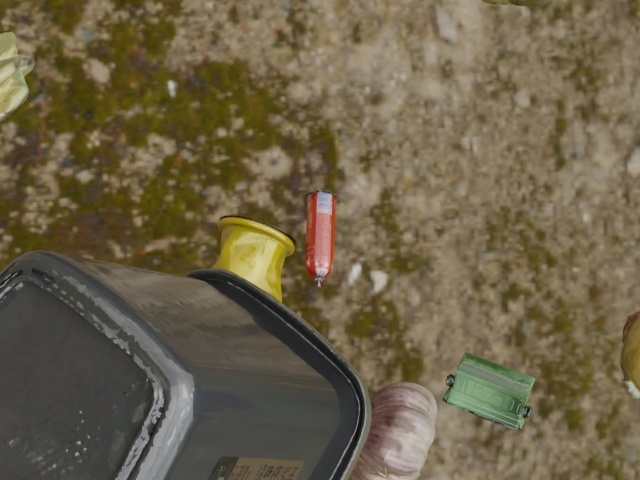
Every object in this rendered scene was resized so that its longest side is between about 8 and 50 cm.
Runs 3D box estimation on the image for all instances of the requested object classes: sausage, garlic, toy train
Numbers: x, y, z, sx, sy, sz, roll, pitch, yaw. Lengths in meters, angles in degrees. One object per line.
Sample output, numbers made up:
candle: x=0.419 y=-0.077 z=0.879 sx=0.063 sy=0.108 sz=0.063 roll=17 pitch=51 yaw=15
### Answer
sausage: x=0.000 y=0.000 z=1.727 sx=0.050 sy=0.048 sz=0.145 roll=84 pitch=7 yaw=-68
garlic: x=0.081 y=0.249 z=1.484 sx=0.102 sy=0.147 sz=0.159 roll=23 pitch=90 yaw=-6
toy train: x=0.173 y=0.153 z=1.218 sx=0.038 sy=0.093 sz=0.056 roll=-54 pitch=159 yaw=-47

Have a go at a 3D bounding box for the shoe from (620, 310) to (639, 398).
shoe: x=0.197 y=0.048 z=0.582 sx=0.069 sy=0.109 sz=0.072 roll=-68 pitch=149 yaw=-24

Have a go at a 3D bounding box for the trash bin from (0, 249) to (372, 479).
trash bin: x=-0.099 y=0.121 z=0.703 sx=0.209 sy=0.182 sz=0.290 roll=-53 pitch=157 yaw=4

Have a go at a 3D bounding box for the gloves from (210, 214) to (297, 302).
gloves: x=-0.134 y=0.120 z=1.703 sx=0.116 sy=0.133 sz=0.294 roll=59 pitch=46 yaw=-64

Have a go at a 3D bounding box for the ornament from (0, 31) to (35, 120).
ornament: x=-0.391 y=-0.147 z=1.276 sx=0.180 sy=0.201 sz=0.059 roll=-30 pitch=112 yaw=0

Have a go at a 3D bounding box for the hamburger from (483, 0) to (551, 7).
hamburger: x=0.125 y=-0.219 z=0.667 sx=0.113 sy=0.186 sz=0.177 roll=51 pitch=37 yaw=-27
